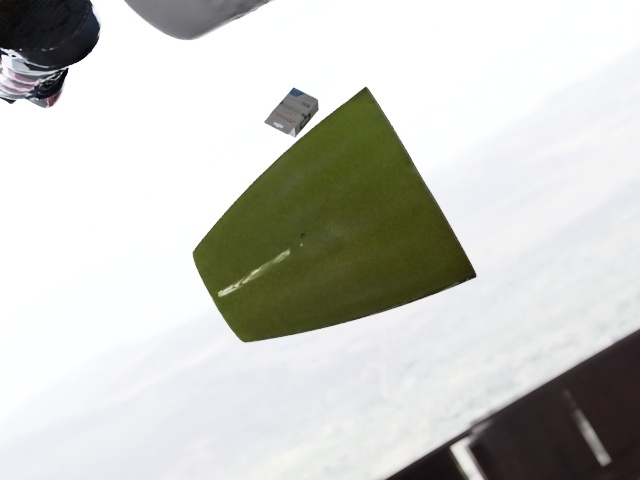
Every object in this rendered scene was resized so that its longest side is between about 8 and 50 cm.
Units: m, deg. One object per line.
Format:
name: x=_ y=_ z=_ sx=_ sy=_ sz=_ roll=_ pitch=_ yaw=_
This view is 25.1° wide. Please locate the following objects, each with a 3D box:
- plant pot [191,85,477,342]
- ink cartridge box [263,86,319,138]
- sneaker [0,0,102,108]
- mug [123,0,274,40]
plant pot: x=0.000 y=0.000 z=1.787 sx=0.294 sy=0.274 sz=0.275 roll=-30 pitch=-1 yaw=3
ink cartridge box: x=-0.044 y=-0.187 z=2.164 sx=0.083 sy=0.048 sz=0.028 roll=-51 pitch=-22 yaw=-28
sneaker: x=-0.310 y=-0.207 z=1.605 sx=0.112 sy=0.131 sz=0.319 roll=-48 pitch=31 yaw=-18
mug: x=-0.072 y=-0.437 z=1.448 sx=0.328 sy=0.374 sz=0.276 roll=-24 pitch=-15 yaw=23
